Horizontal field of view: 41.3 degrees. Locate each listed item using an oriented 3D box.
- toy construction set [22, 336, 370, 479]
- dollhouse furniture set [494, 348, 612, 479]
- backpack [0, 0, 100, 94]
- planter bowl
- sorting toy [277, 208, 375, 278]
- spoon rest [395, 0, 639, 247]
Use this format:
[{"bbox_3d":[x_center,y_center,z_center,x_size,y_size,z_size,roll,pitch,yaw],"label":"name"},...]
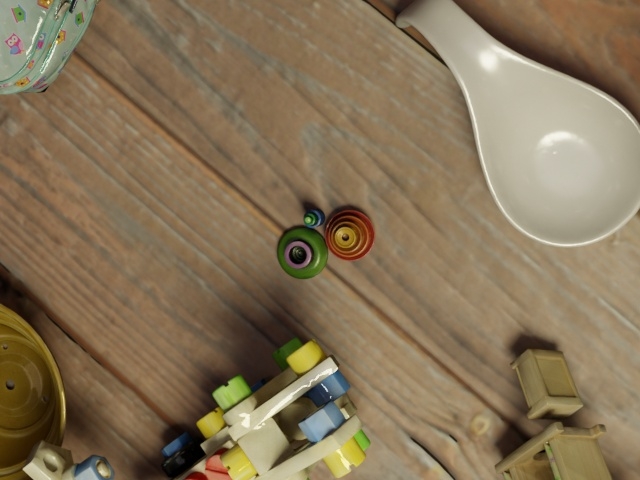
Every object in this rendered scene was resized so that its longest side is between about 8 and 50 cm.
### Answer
[{"bbox_3d":[-0.098,0.198,0.752,0.327,0.215,0.151,-22,89,13],"label":"toy construction set"},{"bbox_3d":[0.249,0.208,0.771,0.101,0.160,0.182,-54,37,43],"label":"dollhouse furniture set"},{"bbox_3d":[-0.292,-0.231,0.815,0.151,0.115,0.182,28,102,6],"label":"backpack"},{"bbox_3d":[-0.337,0.156,0.863,0.217,0.090,0.217,1,95,11],"label":"planter bowl"},{"bbox_3d":[0.000,0.000,0.806,0.101,0.042,0.061,-22,89,13],"label":"sorting toy"},{"bbox_3d":[0.169,-0.114,0.742,0.137,0.084,0.276,-43,84,12],"label":"spoon rest"}]
